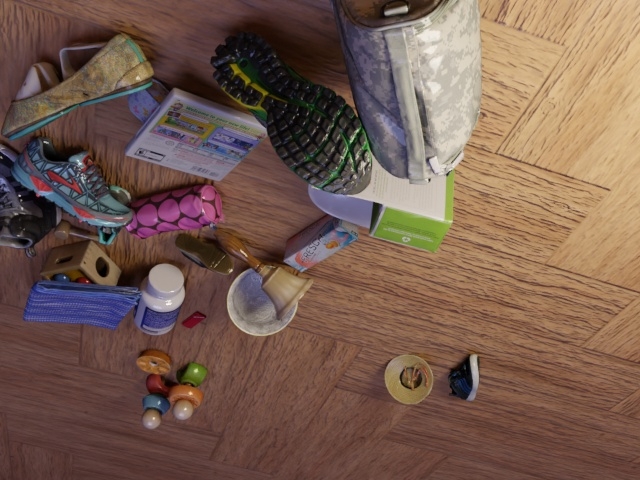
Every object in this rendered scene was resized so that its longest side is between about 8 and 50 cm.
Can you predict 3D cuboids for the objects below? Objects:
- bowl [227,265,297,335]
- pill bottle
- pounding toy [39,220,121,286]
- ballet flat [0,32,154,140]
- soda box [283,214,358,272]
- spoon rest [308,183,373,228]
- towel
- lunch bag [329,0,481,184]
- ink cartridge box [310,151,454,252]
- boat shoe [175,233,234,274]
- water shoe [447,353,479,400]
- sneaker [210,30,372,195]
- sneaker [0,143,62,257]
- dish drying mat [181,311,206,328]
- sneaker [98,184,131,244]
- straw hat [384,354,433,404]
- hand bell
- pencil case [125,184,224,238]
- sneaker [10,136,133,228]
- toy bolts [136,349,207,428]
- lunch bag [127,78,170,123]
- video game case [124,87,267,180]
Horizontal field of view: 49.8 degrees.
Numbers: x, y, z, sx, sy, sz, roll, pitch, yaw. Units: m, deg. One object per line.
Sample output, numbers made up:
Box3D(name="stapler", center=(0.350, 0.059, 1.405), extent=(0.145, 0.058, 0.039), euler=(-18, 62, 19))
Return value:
Box3D(name="bowl", center=(-0.144, 0.138, 1.661), extent=(0.170, 0.170, 0.080), euler=(22, -179, -15))
Box3D(name="pill bottle", center=(-0.397, 0.143, 1.709), extent=(0.112, 0.112, 0.186), euler=(18, 139, -11))
Box3D(name="pounding toy", center=(-0.575, 0.052, 1.648), extent=(0.181, 0.094, 0.206), euler=(-11, 136, 21))
Box3D(name="ballet flat", center=(-0.457, -0.282, 1.244), extent=(0.349, 0.123, 0.123), euler=(-14, 135, 25))
Box3D(name="soda box", center=(0.000, 0.000, 1.511), extent=(0.058, 0.062, 0.183), euler=(33, 133, -29))
Box3D(name="spoon rest", center=(0.106, -0.071, 1.397), extent=(0.277, 0.084, 0.137), euler=(21, 138, -16))
Box3D(name="towel", center=(-0.591, 0.167, 1.695), extent=(0.243, 0.040, 0.336), euler=(8, 157, -24))
Box3D(name="lunch bag", center=(0.133, -0.268, 1.033), extent=(0.213, 0.256, 0.305), euler=(-3, 138, 14))
Box3D(name="ink cartridge box", center=(0.111, -0.104, 1.279), extent=(0.255, 0.188, 0.097), euler=(13, 141, -3))
Box3D(name="boat shoe", center=(-0.265, 0.035, 1.597), extent=(0.152, 0.056, 0.049), euler=(32, 160, 10))
Box3D(name="water shoe", center=(0.387, 0.377, 1.873), extent=(0.080, 0.072, 0.203), euler=(4, 139, 9))
Box3D(name="sneaker", center=(-0.028, -0.205, 1.134), extent=(0.134, 0.343, 0.146), euler=(-43, 158, 9))
Box3D(name="sneaker", center=(-0.666, -0.082, 1.463), extent=(0.101, 0.153, 0.268), euler=(-11, 136, 21))
Box3D(name="dish drying mat", center=(-0.342, 0.216, 1.862), extent=(0.032, 0.008, 0.083), euler=(31, 134, -26))
Box3D(name="sneaker", center=(-0.459, -0.052, 1.522), extent=(0.065, 0.076, 0.166), euler=(14, 139, -8))
Box3D(name="straw hat", center=(0.254, 0.376, 1.897), extent=(0.145, 0.144, 0.061), euler=(-21, 171, 30))
Box3D(name="hand bell", center=(-0.145, 0.058, 1.572), extent=(0.242, 0.126, 0.126), euler=(41, 134, -2))
Box3D(name="pencil case", center=(-0.315, -0.056, 1.487), extent=(0.210, 0.095, 0.098), euler=(-8, 154, 21))
Box3D(name="sneaker", center=(-0.494, -0.120, 1.410), extent=(0.262, 0.104, 0.125), euler=(30, 104, -11))
Box3D(name="toy bolts", center=(-0.478, 0.455, 2.046), extent=(0.218, 0.158, 0.228), euler=(29, 135, -23))
Box3D(name="lunch bag", center=(-0.313, -0.257, 1.278), extent=(0.083, 0.053, 0.071), euler=(42, 133, -6))
Box3D(name="video game case", center=(-0.230, -0.193, 1.309), extent=(0.213, 0.023, 0.193), euler=(14, 143, -38))
